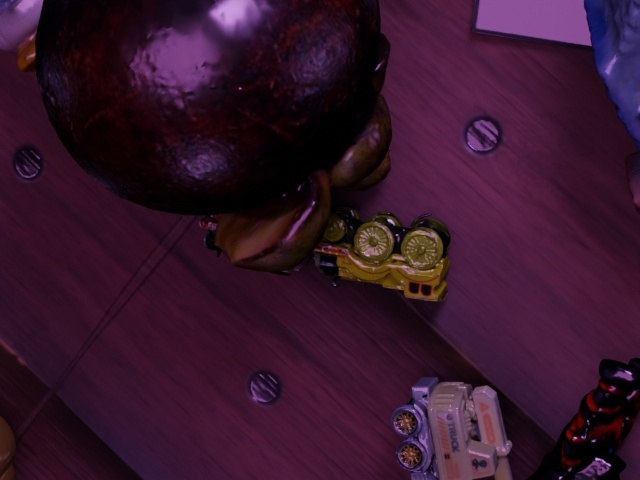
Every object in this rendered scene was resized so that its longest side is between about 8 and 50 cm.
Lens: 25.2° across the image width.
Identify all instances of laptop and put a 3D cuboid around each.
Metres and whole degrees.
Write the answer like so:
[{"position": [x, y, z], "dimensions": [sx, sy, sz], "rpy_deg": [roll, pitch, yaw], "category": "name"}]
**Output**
[{"position": [0.206, -0.262, 1.254], "dimensions": [0.129, 0.016, 0.180], "rpy_deg": [11, 102, 16], "category": "laptop"}]

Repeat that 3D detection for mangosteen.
[{"position": [-0.088, -0.151, 1.222], "dimensions": [0.330, 0.330, 0.330], "rpy_deg": [3, 100, 18], "category": "mangosteen"}]

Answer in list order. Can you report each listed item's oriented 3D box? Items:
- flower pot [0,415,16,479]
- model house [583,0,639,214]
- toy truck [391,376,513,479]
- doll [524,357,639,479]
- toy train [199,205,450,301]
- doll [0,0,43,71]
[{"position": [-0.407, 0.238, 1.452], "dimensions": [0.195, 0.179, 0.195], "rpy_deg": [4, 102, 19], "category": "flower pot"}, {"position": [0.349, -0.173, 1.136], "dimensions": [0.295, 0.251, 0.329], "rpy_deg": [3, 128, -6], "category": "model house"}, {"position": [0.128, 0.210, 1.325], "dimensions": [0.100, 0.077, 0.169], "rpy_deg": [-6, 96, 21], "category": "toy truck"}, {"position": [0.223, 0.218, 1.266], "dimensions": [0.127, 0.088, 0.248], "rpy_deg": [24, 102, -33], "category": "doll"}, {"position": [0.000, 0.000, 1.346], "dimensions": [0.250, 0.053, 0.085], "rpy_deg": [11, 108, 17], "category": "toy train"}, {"position": [-0.336, -0.312, 1.361], "dimensions": [0.177, 0.141, 0.314], "rpy_deg": [-37, 90, 17], "category": "doll"}]
